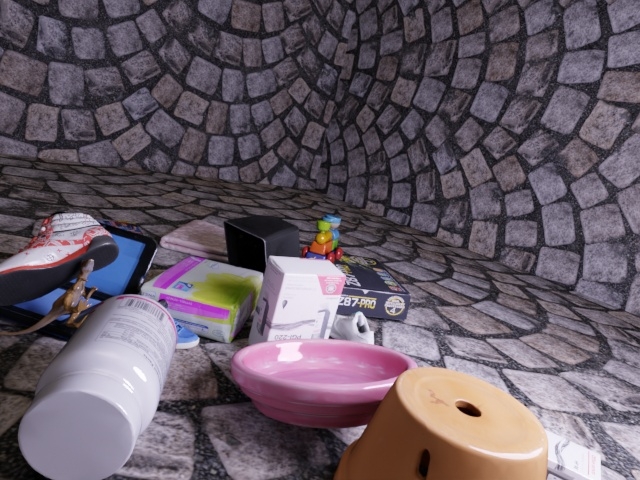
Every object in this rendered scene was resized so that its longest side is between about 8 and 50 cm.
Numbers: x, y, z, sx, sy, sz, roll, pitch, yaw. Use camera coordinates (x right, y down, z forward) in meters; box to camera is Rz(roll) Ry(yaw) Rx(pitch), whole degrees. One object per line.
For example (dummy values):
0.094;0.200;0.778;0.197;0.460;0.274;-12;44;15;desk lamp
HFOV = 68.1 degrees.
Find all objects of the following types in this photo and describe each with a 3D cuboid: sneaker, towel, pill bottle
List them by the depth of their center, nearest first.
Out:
-0.314;0.203;0.705;0.160;0.160;0.283;11;13;-11;pill bottle
-0.576;0.029;0.979;0.270;0.090;0.145;-25;51;-34;sneaker
-0.325;0.170;0.996;0.152;0.084;0.058;15;13;6;sneaker
0.076;0.214;1.186;0.080;0.094;0.212;4;16;-29;sneaker
-0.374;0.001;1.732;0.317;0.053;0.332;13;12;2;towel

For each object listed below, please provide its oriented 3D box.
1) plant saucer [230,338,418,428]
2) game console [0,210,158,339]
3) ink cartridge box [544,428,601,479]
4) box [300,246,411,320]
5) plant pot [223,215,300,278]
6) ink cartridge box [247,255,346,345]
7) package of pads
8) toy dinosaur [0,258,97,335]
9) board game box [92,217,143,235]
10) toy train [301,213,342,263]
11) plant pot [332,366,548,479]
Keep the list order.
0.006;0.250;0.851;0.332;0.084;0.332;2;-1;0;plant saucer
-0.553;0.063;1.028;0.293;0.173;0.250;15;13;9;game console
0.425;0.397;0.833;0.180;0.060;0.104;20;14;26;ink cartridge box
0.076;0.130;1.537;0.318;0.097;0.395;7;13;-10;box
-0.166;0.022;1.449;0.188;0.187;0.167;23;36;36;plant pot
-0.054;0.154;1.038;0.159;0.217;0.092;5;21;-31;ink cartridge box
-0.274;0.132;1.169;0.229;0.101;0.296;13;14;2;package of pads
-0.499;0.132;0.916;0.112;0.064;0.211;19;56;27;toy dinosaur
-0.668;-0.014;1.486;0.194;0.060;0.194;5;17;-34;board game box
0.000;0.000;1.497;0.105;0.143;0.248;14;13;17;toy train
0.172;0.311;0.638;0.291;0.203;0.291;13;14;-3;plant pot
